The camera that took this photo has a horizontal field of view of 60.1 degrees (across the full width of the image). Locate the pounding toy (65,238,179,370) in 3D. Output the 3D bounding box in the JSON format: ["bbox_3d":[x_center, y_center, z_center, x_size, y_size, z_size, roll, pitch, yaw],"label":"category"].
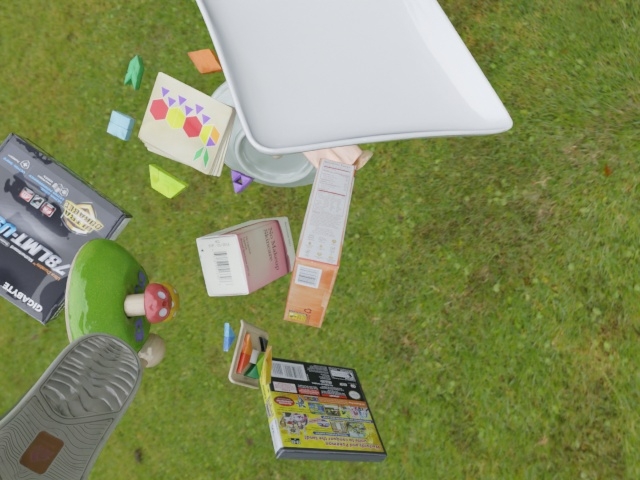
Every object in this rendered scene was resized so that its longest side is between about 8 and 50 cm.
[{"bbox_3d":[-0.240,0.109,0.745,0.110,0.183,0.236,-4,118,2],"label":"pounding toy"}]

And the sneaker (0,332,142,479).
[{"bbox_3d":[-0.209,0.171,0.373,0.083,0.222,0.118,39,126,-4],"label":"sneaker"}]

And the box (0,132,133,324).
[{"bbox_3d":[-0.612,-0.024,1.181,0.296,0.073,0.293,37,87,-4],"label":"box"}]

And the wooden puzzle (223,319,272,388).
[{"bbox_3d":[-0.081,0.136,0.655,0.014,0.116,0.078,-1,76,23],"label":"wooden puzzle"}]

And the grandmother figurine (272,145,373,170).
[{"bbox_3d":[-0.044,-0.268,1.165,0.342,0.207,0.104,43,157,-10],"label":"grandmother figurine"}]

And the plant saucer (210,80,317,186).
[{"bbox_3d":[-0.113,-0.255,1.449,0.401,0.400,0.100,-23,44,33],"label":"plant saucer"}]

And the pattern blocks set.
[{"bbox_3d":[-0.246,-0.215,1.041,0.325,0.026,0.285,36,109,9],"label":"pattern blocks set"}]

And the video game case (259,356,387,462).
[{"bbox_3d":[-0.001,0.388,1.276,0.035,0.275,0.248,-58,34,28],"label":"video game case"}]

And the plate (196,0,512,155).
[{"bbox_3d":[0.018,-0.194,0.548,0.277,0.278,0.045,67,150,24],"label":"plate"}]

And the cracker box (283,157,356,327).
[{"bbox_3d":[0.000,0.000,0.894,0.067,0.232,0.155,13,136,0],"label":"cracker box"}]

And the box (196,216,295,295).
[{"bbox_3d":[-0.178,0.036,1.391,0.127,0.232,0.148,-6,100,30],"label":"box"}]
